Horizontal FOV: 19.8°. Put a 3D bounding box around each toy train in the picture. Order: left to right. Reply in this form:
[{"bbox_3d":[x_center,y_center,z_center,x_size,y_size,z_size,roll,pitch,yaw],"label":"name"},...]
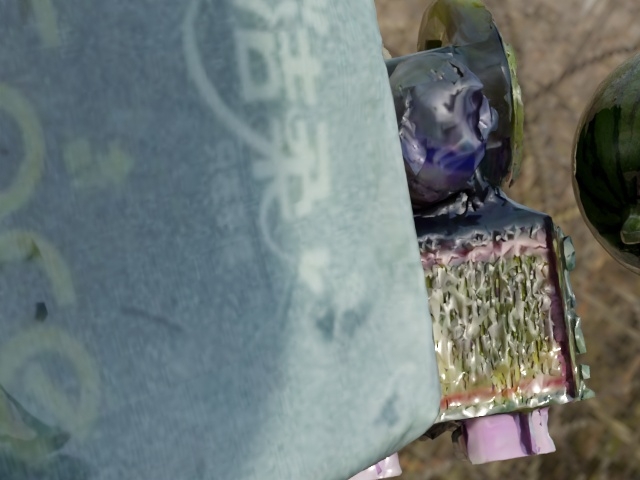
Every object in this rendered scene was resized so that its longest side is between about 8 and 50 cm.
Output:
[{"bbox_3d":[0.000,0.000,0.737,0.134,0.177,0.261,-7,-1,-16],"label":"toy train"}]

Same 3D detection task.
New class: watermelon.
[{"bbox_3d":[0.140,-0.026,0.691,0.109,0.109,0.109,32,6,-4],"label":"watermelon"}]

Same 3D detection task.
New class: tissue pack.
[{"bbox_3d":[-0.100,-0.005,0.373,0.257,0.185,0.081,-22,17,-39],"label":"tissue pack"}]
